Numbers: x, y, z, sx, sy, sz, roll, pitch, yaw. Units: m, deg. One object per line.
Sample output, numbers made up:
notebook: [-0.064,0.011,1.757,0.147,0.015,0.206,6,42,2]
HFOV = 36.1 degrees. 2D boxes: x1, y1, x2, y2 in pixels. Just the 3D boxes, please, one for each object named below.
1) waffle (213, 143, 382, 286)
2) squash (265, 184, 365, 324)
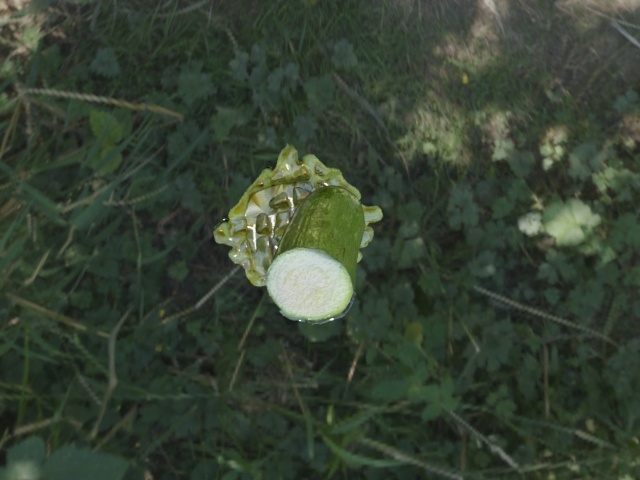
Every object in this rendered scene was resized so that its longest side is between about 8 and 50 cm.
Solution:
waffle: [-0.031,-0.011,1.469,0.204,0.054,0.223,37,108,-18]
squash: [0.000,0.000,1.076,0.095,0.188,0.095,4,122,6]
